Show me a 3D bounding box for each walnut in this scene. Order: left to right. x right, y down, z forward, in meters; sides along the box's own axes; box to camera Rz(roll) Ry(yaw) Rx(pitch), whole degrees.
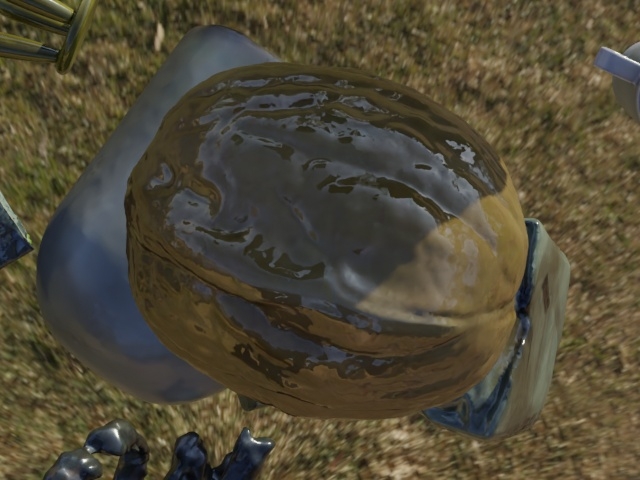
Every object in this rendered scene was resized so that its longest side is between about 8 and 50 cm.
[{"bbox_3d":[0.000,0.000,0.801,0.261,0.225,0.224,20,76,10],"label":"walnut"}]

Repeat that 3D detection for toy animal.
[{"bbox_3d":[-0.101,0.174,0.666,0.085,0.148,0.232,25,42,17],"label":"toy animal"}]

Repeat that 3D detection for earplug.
[{"bbox_3d":[-0.144,-0.008,1.484,0.313,0.312,0.394,36,77,4],"label":"earplug"}]

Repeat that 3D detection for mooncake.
[{"bbox_3d":[0.192,0.102,1.453,0.136,0.254,0.250,12,82,23],"label":"mooncake"}]

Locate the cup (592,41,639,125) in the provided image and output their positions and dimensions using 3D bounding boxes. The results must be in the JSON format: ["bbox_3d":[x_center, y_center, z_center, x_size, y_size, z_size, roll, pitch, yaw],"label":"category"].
[{"bbox_3d":[0.237,-0.113,0.906,0.104,0.116,0.074,21,104,-7],"label":"cup"}]

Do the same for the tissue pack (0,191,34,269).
[{"bbox_3d":[-0.494,-0.006,1.549,0.236,0.073,0.173,-29,116,-3],"label":"tissue pack"}]

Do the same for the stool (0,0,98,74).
[{"bbox_3d":[-0.306,-0.251,1.389,0.111,0.135,0.134,21,85,-9],"label":"stool"}]

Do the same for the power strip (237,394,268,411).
[{"bbox_3d":[-0.039,0.166,1.698,0.268,0.034,0.092,-7,73,-44],"label":"power strip"}]
